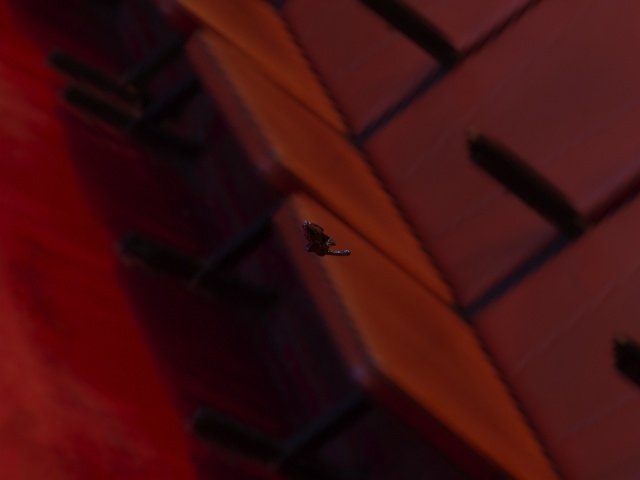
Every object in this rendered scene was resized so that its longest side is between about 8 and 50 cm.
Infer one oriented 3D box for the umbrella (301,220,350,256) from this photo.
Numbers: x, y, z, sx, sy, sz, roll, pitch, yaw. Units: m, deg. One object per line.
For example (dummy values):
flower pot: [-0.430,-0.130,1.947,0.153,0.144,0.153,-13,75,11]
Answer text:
umbrella: [-0.003,0.000,0.976,0.022,0.013,0.122,2,-8,11]
